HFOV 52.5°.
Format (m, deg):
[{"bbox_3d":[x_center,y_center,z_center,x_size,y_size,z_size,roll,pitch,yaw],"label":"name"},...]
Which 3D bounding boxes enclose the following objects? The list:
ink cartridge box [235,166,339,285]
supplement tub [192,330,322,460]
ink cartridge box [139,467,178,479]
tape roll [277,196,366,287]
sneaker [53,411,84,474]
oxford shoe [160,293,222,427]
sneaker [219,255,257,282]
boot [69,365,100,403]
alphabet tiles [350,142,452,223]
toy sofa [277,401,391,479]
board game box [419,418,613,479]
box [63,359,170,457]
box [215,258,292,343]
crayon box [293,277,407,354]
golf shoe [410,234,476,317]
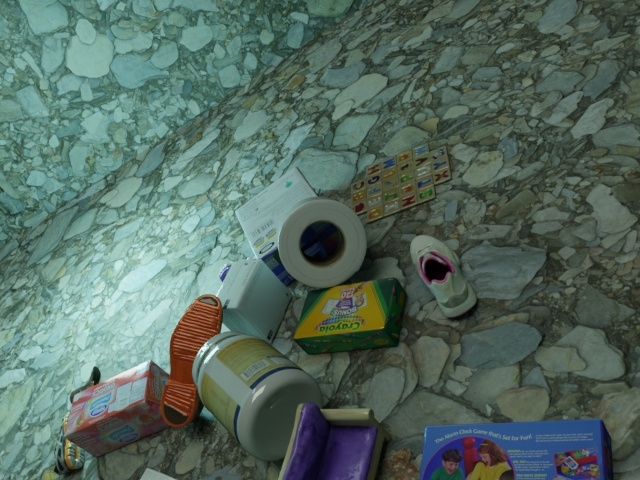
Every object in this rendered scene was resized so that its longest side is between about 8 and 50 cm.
[{"bbox_3d":[-0.093,-0.034,2.070,0.270,0.151,0.395,-36,34,2],"label":"ink cartridge box"},{"bbox_3d":[-0.166,0.372,1.616,0.228,0.228,0.316,-47,37,-13],"label":"supplement tub"},{"bbox_3d":[-0.406,0.678,1.656,0.179,0.045,0.145,12,55,25],"label":"ink cartridge box"},{"bbox_3d":[0.000,0.000,1.834,0.246,0.246,0.169,-37,7,1],"label":"tape roll"},{"bbox_3d":[-0.777,0.618,1.988,0.083,0.084,0.215,-36,36,10],"label":"sneaker"},{"bbox_3d":[-0.342,0.325,1.795,0.130,0.133,0.363,16,86,16],"label":"oxford shoe"},{"bbox_3d":[-0.261,0.105,2.134,0.170,0.068,0.071,-21,44,20],"label":"sneaker"},{"bbox_3d":[-0.798,0.489,2.189,0.114,0.037,0.106,-34,33,12],"label":"boot"},{"bbox_3d":[0.249,-0.188,2.070,0.342,0.011,0.285,-21,39,22],"label":"alphabet tiles"},{"bbox_3d":[0.013,0.521,1.344,0.150,0.177,0.362,-10,43,33],"label":"toy sofa"},{"bbox_3d":[0.355,0.461,1.204,0.347,0.078,0.233,-12,43,31],"label":"board game box"},{"bbox_3d":[-0.577,0.495,1.899,0.300,0.142,0.154,-26,37,15],"label":"box"},{"bbox_3d":[-0.200,0.179,1.897,0.119,0.182,0.181,-7,45,36],"label":"box"},{"bbox_3d":[0.079,0.203,1.720,0.278,0.081,0.165,-12,43,31],"label":"crayon box"},{"bbox_3d":[0.295,0.058,1.652,0.115,0.140,0.306,-35,34,7],"label":"golf shoe"}]
